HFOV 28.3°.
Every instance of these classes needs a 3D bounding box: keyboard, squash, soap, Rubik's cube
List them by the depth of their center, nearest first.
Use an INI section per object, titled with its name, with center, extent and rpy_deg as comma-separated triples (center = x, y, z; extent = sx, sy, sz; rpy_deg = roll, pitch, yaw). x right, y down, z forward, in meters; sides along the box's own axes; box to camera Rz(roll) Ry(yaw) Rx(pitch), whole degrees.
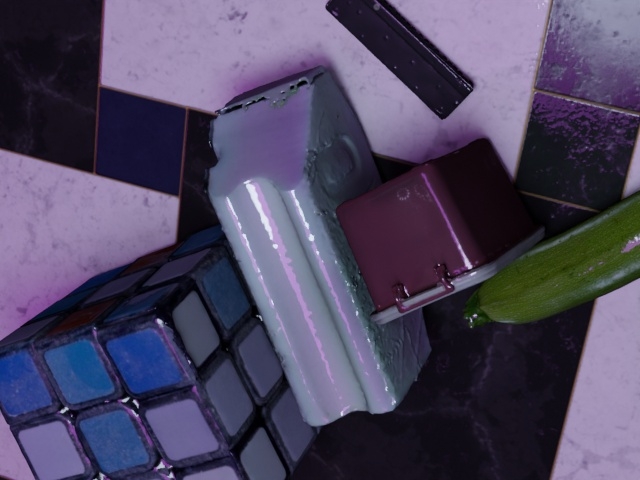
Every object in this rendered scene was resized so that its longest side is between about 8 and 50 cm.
[squash]
center = 0.364, 0.026, 1.726
extent = 0.395, 0.107, 0.107
rpy_deg = -30, 99, 29
[keyboard]
center = 0.109, -0.267, 1.746
extent = 0.231, 0.023, 0.072
rpy_deg = 43, 127, 0
[soap]
center = 0.000, 0.000, 1.765
extent = 0.156, 0.261, 0.446
rpy_deg = -16, 105, 27
[Rubik's cube]
center = -0.231, 0.214, 1.897
extent = 0.359, 0.363, 0.362
rpy_deg = -21, 105, 25

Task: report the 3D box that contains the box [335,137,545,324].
[box]
center = 0.159, -0.021, 1.690
extent = 0.193, 0.294, 0.167
rpy_deg = -24, 91, 28
